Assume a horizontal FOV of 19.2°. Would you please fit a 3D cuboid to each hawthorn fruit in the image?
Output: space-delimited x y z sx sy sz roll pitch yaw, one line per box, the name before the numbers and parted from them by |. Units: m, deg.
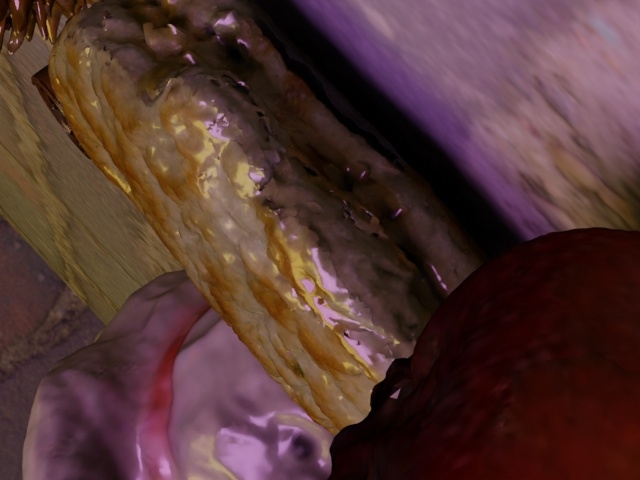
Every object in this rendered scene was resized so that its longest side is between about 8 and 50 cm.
hawthorn fruit | 0.089 0.093 0.492 0.188 0.169 0.169 27 170 -2

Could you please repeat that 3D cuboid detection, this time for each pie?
pie | 0.000 0.000 0.692 0.248 0.090 0.201 48 169 1

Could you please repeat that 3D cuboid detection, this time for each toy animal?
toy animal | 0.000 0.100 1.007 0.308 0.188 0.266 36 -162 -31

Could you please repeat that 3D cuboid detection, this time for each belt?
belt | -0.142 -0.083 1.120 0.059 0.036 0.083 51 171 11

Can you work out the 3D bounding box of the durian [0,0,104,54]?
durian | -0.182 -0.142 0.878 0.252 0.144 0.139 118 131 -85
